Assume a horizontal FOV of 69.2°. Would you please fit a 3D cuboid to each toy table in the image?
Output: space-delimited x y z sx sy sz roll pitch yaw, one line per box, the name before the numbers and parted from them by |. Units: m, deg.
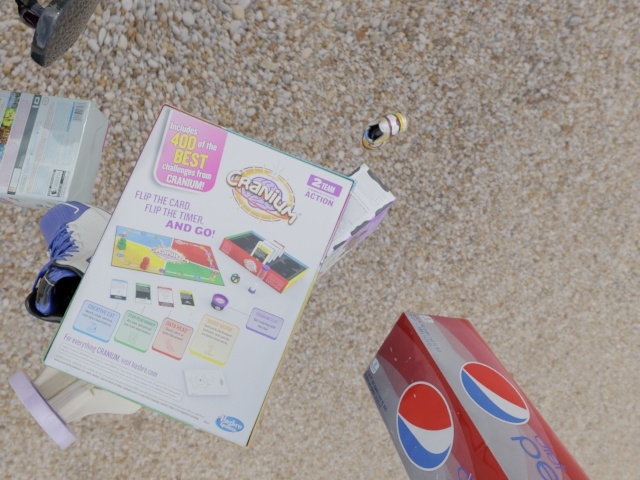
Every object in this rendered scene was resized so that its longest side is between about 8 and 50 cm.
toy table | -0.508 0.295 0.952 0.161 0.274 0.252 -39 115 -31

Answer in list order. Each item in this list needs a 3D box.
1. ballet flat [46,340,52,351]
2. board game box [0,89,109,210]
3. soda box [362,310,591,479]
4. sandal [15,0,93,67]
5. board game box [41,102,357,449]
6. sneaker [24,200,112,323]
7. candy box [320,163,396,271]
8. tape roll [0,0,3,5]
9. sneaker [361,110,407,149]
ballet flat | -0.290 0.095 0.620 0.052 0.057 0.168 33 74 1
board game box | -0.631 -0.189 0.972 0.304 0.097 0.223 8 78 1
soda box | 0.130 0.176 0.349 0.084 0.263 0.092 11 121 -29
sandal | -0.494 -0.457 0.876 0.107 0.445 0.167 27 118 -31
board game box | -0.127 0.035 0.534 0.242 0.064 0.316 23 84 1
sneaker | -0.405 0.042 0.780 0.127 0.315 0.182 -49 159 9
candy box | 0.000 0.000 0.666 0.196 0.070 0.165 -40 172 -10
tape roll | -0.579 -0.477 0.793 0.077 0.321 0.321 30 107 -35
sneaker | 0.133 -0.266 1.150 0.084 0.185 0.069 -21 89 -23
